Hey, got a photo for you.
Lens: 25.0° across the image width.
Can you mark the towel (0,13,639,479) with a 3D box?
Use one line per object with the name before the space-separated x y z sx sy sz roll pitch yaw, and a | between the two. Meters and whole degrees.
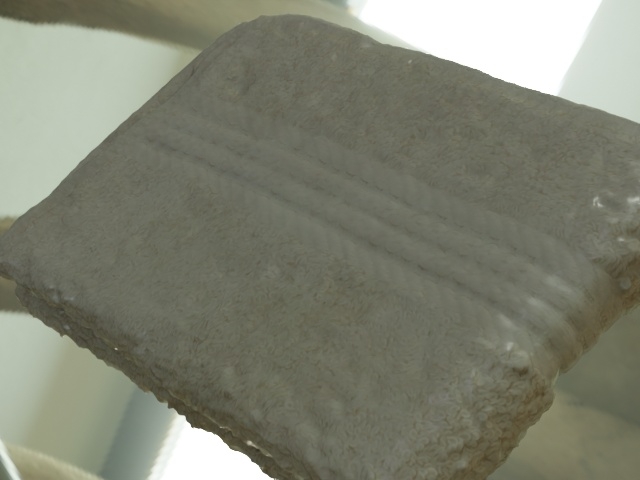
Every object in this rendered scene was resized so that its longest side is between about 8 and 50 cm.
towel | 0.000 0.000 0.582 0.187 0.282 0.049 -45 -48 -16
